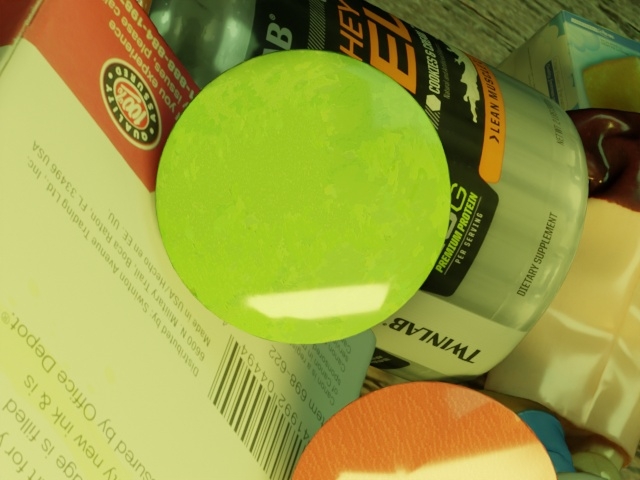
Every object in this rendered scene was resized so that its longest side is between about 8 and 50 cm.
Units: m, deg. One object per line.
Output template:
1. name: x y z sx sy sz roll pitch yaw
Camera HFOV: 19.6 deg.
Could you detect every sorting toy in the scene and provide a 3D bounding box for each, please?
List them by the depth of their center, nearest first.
1. sorting toy: 0.000 0.000 0.850 0.126 0.127 0.365 -107 177 -85

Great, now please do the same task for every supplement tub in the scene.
1. supplement tub: -0.022 -0.052 1.048 0.316 0.193 0.193 22 48 -28

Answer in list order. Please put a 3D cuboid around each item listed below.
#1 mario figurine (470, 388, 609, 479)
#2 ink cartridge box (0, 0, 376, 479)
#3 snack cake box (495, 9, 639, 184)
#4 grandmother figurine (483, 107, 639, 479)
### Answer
1. mario figurine: 0.109 0.195 0.933 0.198 0.170 0.320 46 3 -24
2. ink cartridge box: -0.145 0.101 0.788 0.279 0.160 0.385 56 34 -31
3. snack cake box: 0.260 -0.049 1.376 0.264 0.089 0.152 18 50 -32
4. grandmother figurine: 0.199 -0.006 1.194 0.208 0.104 0.342 35 67 -14
